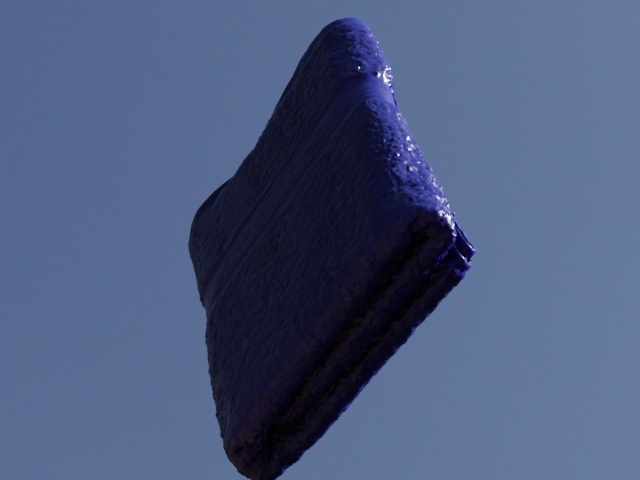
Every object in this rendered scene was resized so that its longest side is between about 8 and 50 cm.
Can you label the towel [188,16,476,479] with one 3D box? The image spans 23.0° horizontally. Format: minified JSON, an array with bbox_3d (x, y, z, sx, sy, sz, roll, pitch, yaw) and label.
[{"bbox_3d":[0.000,0.000,1.079,0.076,0.308,0.228,27,-68,-22],"label":"towel"}]
